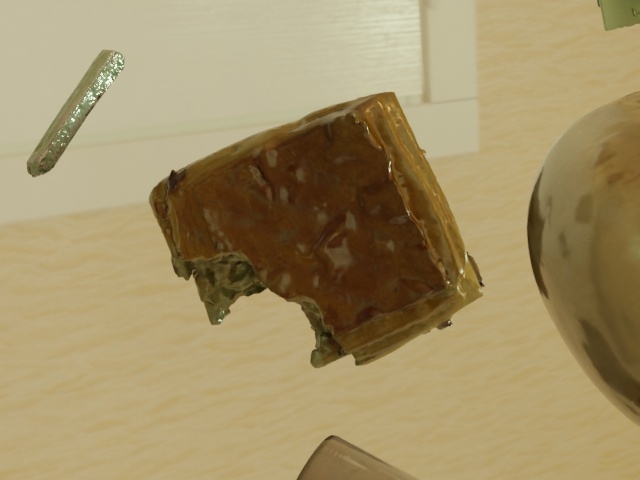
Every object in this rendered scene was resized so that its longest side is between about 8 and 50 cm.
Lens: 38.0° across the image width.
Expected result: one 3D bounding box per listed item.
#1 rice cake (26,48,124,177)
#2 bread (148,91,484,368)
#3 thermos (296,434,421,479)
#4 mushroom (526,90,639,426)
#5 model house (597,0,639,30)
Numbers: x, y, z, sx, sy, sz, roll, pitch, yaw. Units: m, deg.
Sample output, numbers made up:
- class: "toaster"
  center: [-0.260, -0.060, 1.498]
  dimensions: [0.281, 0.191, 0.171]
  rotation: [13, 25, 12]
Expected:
- class: "rice cake"
  center: [-0.318, -0.168, 1.210]
  dimensions: [0.033, 0.208, 0.033]
  rotation: [10, -29, 34]
- class: "bread"
  center: [0.000, 0.000, 1.172]
  dimensions: [0.369, 0.191, 0.314]
  rotation: [-25, -91, 23]
- class: "thermos"
  center: [0.065, 0.246, 0.682]
  dimensions: [0.193, 0.105, 0.137]
  rotation: [23, -88, 17]
- class: "mushroom"
  center: [0.306, -0.002, 0.629]
  dimensions: [0.290, 0.297, 0.298]
  rotation: [-48, -126, 39]
- class: "model house"
  center: [0.456, -0.387, 1.337]
  dimensions: [0.149, 0.127, 0.100]
  rotation: [-76, 150, -48]
